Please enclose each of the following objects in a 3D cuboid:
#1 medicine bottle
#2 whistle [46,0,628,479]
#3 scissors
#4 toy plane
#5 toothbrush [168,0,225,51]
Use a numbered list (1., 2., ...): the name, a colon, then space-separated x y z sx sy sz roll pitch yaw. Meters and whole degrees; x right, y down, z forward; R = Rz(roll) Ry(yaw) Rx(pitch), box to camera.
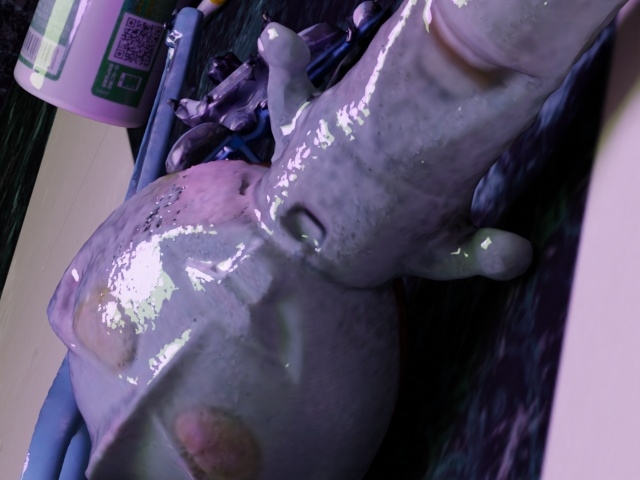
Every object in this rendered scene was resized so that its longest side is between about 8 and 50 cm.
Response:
1. medicine bottle: -0.173 -0.249 1.609 0.133 0.133 0.274 -120 50 -71
2. whistle: 0.000 -0.001 0.685 0.346 0.133 0.142 -50 56 32
3. scissors: -0.117 0.041 1.012 0.180 0.032 0.393 102 -179 -68
4. toy plane: -0.037 -0.079 1.009 0.169 0.078 0.246 -42 14 2
5. toothbrush: -0.077 -0.200 1.421 0.288 0.021 0.024 143 132 -66
